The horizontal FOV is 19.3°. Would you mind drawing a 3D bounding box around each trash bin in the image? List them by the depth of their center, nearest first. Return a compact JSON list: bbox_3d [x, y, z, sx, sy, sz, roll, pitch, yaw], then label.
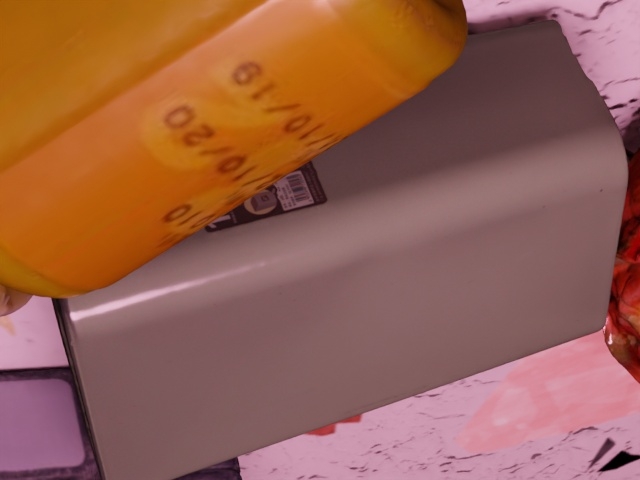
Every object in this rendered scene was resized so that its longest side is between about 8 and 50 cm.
[{"bbox_3d":[0.000,0.000,1.165,0.343,0.158,0.223,-17,144,-9],"label":"trash bin"}]

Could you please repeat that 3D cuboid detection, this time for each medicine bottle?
[{"bbox_3d":[-0.138,-0.086,0.933,0.384,0.224,0.224,-32,141,15],"label":"medicine bottle"}]

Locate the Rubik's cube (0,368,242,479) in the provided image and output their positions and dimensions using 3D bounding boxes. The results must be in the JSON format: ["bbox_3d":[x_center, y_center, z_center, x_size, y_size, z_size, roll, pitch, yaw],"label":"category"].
[{"bbox_3d":[-0.212,0.292,1.319,0.304,0.301,0.305,-2,139,-19],"label":"Rubik's cube"}]

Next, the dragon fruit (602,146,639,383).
[{"bbox_3d":[0.292,0.015,1.235,0.252,0.241,0.241,14,132,-37],"label":"dragon fruit"}]
